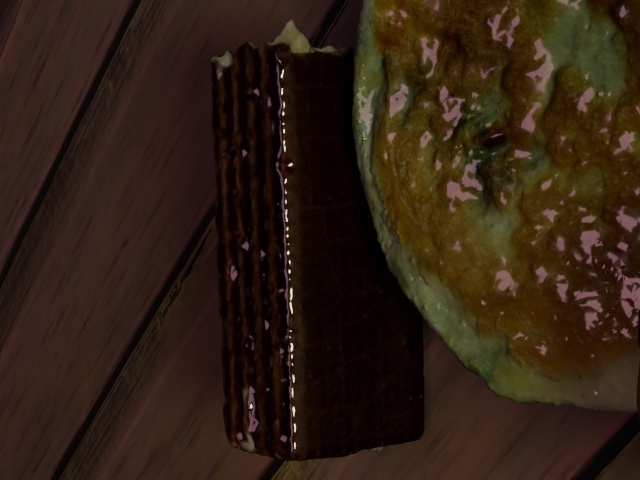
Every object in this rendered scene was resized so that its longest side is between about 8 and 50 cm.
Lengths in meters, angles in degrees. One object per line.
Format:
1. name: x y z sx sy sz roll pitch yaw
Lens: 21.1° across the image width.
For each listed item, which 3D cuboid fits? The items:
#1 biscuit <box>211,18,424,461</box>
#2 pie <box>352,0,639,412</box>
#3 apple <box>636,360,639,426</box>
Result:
1. biscuit: 0.000 0.000 0.993 0.070 0.106 0.252 3 97 52
2. pie: 0.123 -0.059 0.841 0.302 0.067 0.302 11 104 47
3. apple: 0.223 0.059 0.659 0.181 0.168 0.181 4 95 47
